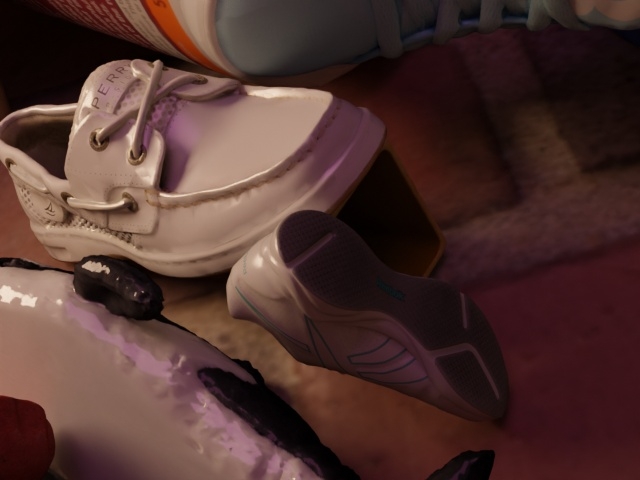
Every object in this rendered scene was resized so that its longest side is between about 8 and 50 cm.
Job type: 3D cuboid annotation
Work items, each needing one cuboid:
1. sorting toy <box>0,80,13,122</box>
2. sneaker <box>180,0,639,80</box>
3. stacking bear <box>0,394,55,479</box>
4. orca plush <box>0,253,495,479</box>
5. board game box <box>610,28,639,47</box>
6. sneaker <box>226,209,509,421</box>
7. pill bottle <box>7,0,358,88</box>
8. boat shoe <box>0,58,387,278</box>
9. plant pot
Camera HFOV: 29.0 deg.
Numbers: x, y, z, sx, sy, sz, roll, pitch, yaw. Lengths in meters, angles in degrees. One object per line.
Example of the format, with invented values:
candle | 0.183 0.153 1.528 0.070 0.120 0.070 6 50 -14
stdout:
sorting toy | -0.302 -0.225 0.781 0.041 0.307 0.229 -35 47 -25
sneaker | 0.113 -0.155 0.585 0.366 0.135 0.150 -24 42 -1
stacking bear | -0.165 0.217 0.463 0.164 0.175 0.289 -46 53 25
orca plush | -0.049 0.069 0.585 0.287 0.151 0.102 9 23 29
board game box | 0.290 -0.256 0.755 0.347 0.078 0.233 -34 48 -11
sneaker | 0.024 0.040 0.568 0.061 0.152 0.054 -32 34 42
pill bottle | -0.133 -0.248 0.790 0.392 0.224 0.224 23 61 37
boat shoe | -0.088 -0.045 0.632 0.277 0.096 0.098 -6 40 47
plant pot | 0.000 0.000 0.641 0.083 0.081 0.081 9 54 42
